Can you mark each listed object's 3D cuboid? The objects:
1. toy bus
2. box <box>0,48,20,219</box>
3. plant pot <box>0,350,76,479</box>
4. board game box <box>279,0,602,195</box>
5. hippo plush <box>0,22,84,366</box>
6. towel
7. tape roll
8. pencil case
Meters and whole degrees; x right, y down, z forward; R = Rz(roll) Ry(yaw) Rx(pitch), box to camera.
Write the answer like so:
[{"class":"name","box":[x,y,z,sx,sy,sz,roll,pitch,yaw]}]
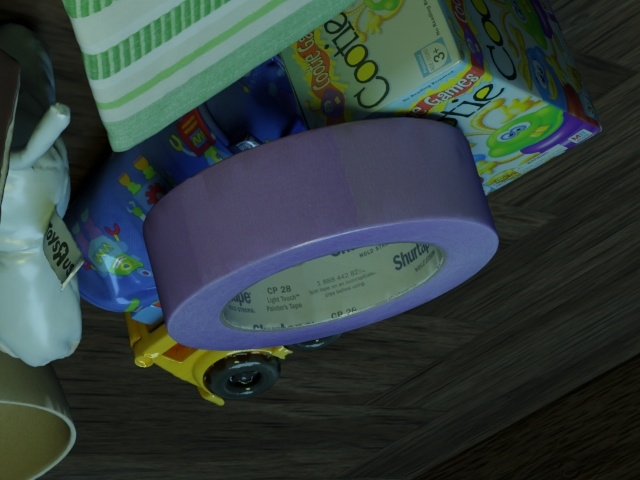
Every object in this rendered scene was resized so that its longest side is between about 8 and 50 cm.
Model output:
[{"class":"toy bus","box":[-0.102,0.038,1.912,0.220,0.149,0.211,-35,140,27]},{"class":"box","box":[-0.358,-0.109,1.059,0.191,0.143,0.381,-6,156,28]},{"class":"plant pot","box":[-0.354,0.098,1.550,0.284,0.191,0.284,-14,157,-6]},{"class":"board game box","box":[0.097,-0.144,1.605,0.142,0.144,0.275,-29,159,24]},{"class":"hippo plush","box":[-0.296,-0.015,1.376,0.236,0.234,0.294,-6,-159,-10]},{"class":"towel","box":[-0.055,-0.194,1.228,0.248,0.038,0.325,-35,162,-10]},{"class":"tape roll","box":[0.000,0.000,1.561,0.274,0.090,0.275,-14,162,-5]},{"class":"pencil case","box":[-0.117,-0.048,1.662,0.306,0.133,0.119,-43,-176,47]}]
